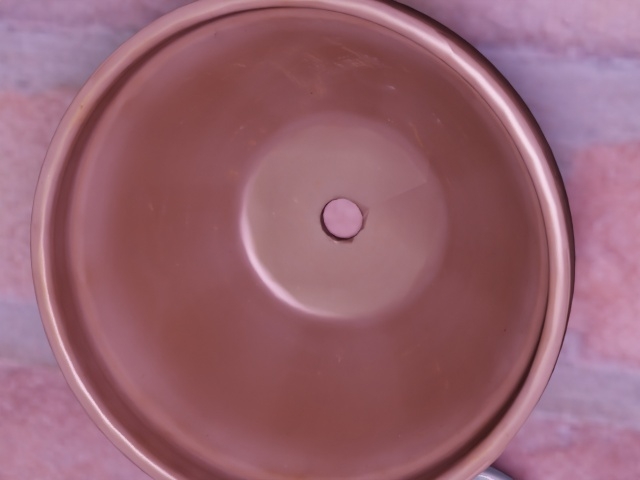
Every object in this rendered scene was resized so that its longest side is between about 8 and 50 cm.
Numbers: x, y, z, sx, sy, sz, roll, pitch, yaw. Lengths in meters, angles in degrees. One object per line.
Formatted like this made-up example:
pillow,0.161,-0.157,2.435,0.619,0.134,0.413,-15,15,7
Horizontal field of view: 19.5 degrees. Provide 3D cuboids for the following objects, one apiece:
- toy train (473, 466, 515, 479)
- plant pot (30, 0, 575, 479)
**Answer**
toy train,0.132,0.225,0.845,0.334,0.142,0.190,13,117,9
plant pot,0.000,0.000,0.831,0.237,0.110,0.237,3,104,14
